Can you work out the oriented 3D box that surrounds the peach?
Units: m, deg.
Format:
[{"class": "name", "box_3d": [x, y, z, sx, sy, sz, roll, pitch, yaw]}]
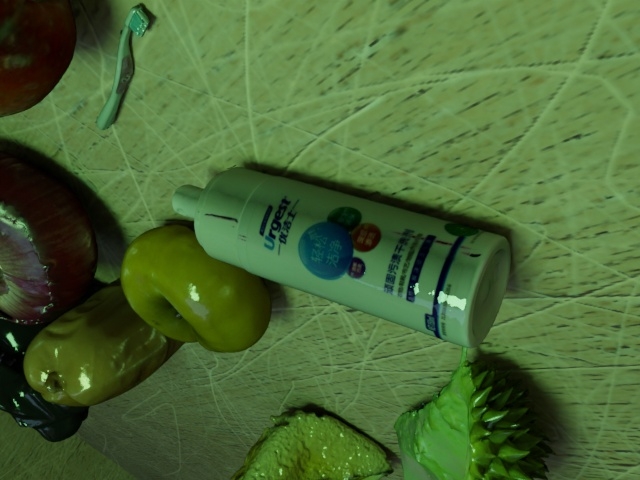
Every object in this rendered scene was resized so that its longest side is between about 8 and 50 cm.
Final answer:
[{"class": "peach", "box_3d": [-0.138, 0.058, 0.887, 0.179, 0.103, 0.179, 25, 154, 13]}]

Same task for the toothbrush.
[{"class": "toothbrush", "box_3d": [-0.176, -0.145, 0.691, 0.022, 0.017, 0.204, 54, 151, 1]}]

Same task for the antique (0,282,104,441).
[{"class": "antique", "box_3d": [-0.402, 0.143, 1.148, 0.255, 0.322, 0.185, 37, 112, 1]}]

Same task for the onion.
[{"class": "onion", "box_3d": [-0.380, -0.010, 0.970, 0.248, 0.161, 0.248, 16, 146, 11]}]

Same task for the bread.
[{"class": "bread", "box_3d": [-0.036, 0.317, 1.166, 0.252, 0.132, 0.174, -8, 162, -17]}]

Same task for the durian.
[{"class": "durian", "box_3d": [0.144, 0.240, 0.839, 0.169, 0.157, 0.355, 43, 155, 17]}]

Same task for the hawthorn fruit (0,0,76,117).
[{"class": "hawthorn fruit", "box_3d": [-0.272, -0.168, 0.594, 0.173, 0.172, 0.172, 25, 152, 15]}]

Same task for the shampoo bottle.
[{"class": "shampoo bottle", "box_3d": [0.000, 0.000, 0.662, 0.304, 0.092, 0.092, 18, 149, 27]}]

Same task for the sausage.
[{"class": "sausage", "box_3d": [-0.250, 0.120, 0.968, 0.136, 0.241, 0.120, -17, 104, 39]}]
